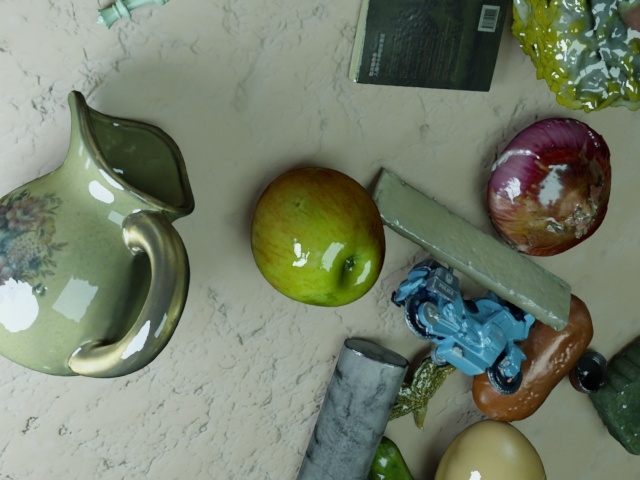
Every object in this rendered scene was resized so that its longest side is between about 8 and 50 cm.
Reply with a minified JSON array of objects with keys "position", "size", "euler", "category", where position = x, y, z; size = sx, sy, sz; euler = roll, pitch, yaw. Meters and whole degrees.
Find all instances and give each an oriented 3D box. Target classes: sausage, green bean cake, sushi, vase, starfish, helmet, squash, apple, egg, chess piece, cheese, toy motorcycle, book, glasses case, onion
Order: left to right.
[{"position":[-0.261,0.023,1.124],"size":[0.241,0.329,0.302],"euler":[25,104,-49],"category":"vase"},{"position":[-0.232,-0.288,1.152],"size":[0.093,0.042,0.042],"euler":[-31,124,-3],"category":"chess piece"},{"position":[0.000,0.000,1.326],"size":[0.196,0.196,0.196],"euler":[-11,119,-20],"category":"apple"},{"position":[0.048,0.311,1.555],"size":[0.114,0.060,0.299],"euler":[21,110,7],"category":"glasses case"},{"position":[0.146,0.461,1.685],"size":[0.087,0.087,0.331],"euler":[-35,125,-5],"category":"squash"},{"position":[0.159,0.269,1.622],"size":[0.208,0.053,0.176],"euler":[-28,134,-3],"category":"starfish"},{"position":[0.157,-0.294,1.339],"size":[0.228,0.024,0.160],"euler":[-1,115,-25],"category":"book"},{"position":[0.241,0.120,1.522],"size":[0.272,0.123,0.182],"euler":[34,58,-22],"category":"toy motorcycle"},{"position":[0.241,0.020,1.466],"size":[0.400,0.034,0.085],"euler":[31,59,-20],"category":"cheese"},{"position":[0.300,0.434,1.676],"size":[0.201,0.201,0.244],"euler":[-7,109,-22],"category":"egg"},{"position":[0.365,0.201,1.631],"size":[0.133,0.133,0.258],"euler":[34,99,-34],"category":"sausage"},{"position":[0.374,-0.076,1.470],"size":[0.230,0.163,0.230],"euler":[-7,109,-19],"category":"onion"},{"position":[0.494,0.249,1.760],"size":[0.065,0.049,0.084],"euler":[43,63,-4],"category":"helmet"},{"position":[0.619,0.294,1.815],"size":[0.183,0.094,0.185],"euler":[-38,124,-2],"category":"green bean cake"},{"position":[0.466,-0.368,1.259],"size":[0.396,0.240,0.351],"euler":[-3,120,-1],"category":"sushi"}]
